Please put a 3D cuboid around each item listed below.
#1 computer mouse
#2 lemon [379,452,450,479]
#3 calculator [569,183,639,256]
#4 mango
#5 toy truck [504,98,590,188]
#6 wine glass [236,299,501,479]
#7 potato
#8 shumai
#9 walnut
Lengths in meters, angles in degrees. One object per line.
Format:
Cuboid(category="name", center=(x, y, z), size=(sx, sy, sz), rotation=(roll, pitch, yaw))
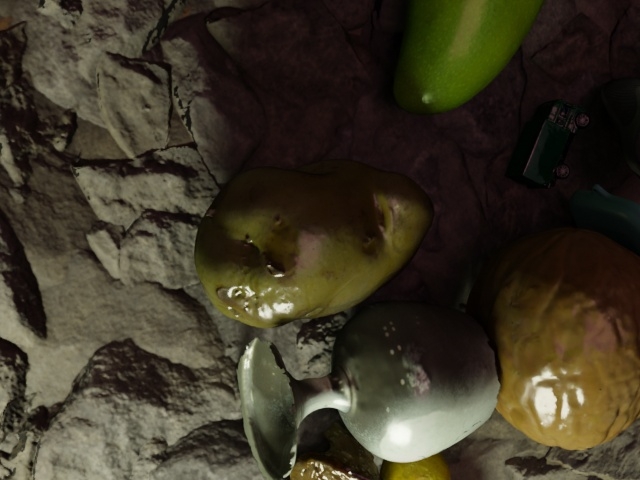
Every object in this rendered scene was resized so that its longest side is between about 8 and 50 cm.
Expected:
Cuboid(category="computer mouse", center=(0.531, -0.141, 1.131), size=(0.167, 0.090, 0.379), rotation=(30, 41, -23))
Cuboid(category="lemon", center=(0.143, 0.362, 1.124), size=(0.109, 0.109, 0.133), rotation=(33, 83, -19))
Cuboid(category="calculator", center=(0.526, 0.065, 1.161), size=(0.054, 0.256, 0.386), rotation=(-37, 105, -3))
Cuboid(category="mango", center=(0.212, -0.334, 1.072), size=(0.192, 0.156, 0.343), rotation=(32, 85, -18))
Cuboid(category="toy truck", center=(0.368, -0.155, 1.189), size=(0.079, 0.065, 0.147), rotation=(25, 87, -16))
Cuboid(category="wine glass", center=(0.069, 0.202, 1.026), size=(0.322, 0.238, 0.238), rotation=(-4, 95, -21))
Cuboid(category="potato", center=(0.001, -0.001, 1.000), size=(0.350, 0.202, 0.218), rotation=(-11, 109, -26))
Cuboid(category="shumai", center=(0.037, 0.354, 1.102), size=(0.105, 0.139, 0.123), rotation=(-29, 137, -46))
Cuboid(category="walnut", center=(0.364, 0.145, 1.090), size=(0.332, 0.333, 0.333), rotation=(-1, 94, -19))
